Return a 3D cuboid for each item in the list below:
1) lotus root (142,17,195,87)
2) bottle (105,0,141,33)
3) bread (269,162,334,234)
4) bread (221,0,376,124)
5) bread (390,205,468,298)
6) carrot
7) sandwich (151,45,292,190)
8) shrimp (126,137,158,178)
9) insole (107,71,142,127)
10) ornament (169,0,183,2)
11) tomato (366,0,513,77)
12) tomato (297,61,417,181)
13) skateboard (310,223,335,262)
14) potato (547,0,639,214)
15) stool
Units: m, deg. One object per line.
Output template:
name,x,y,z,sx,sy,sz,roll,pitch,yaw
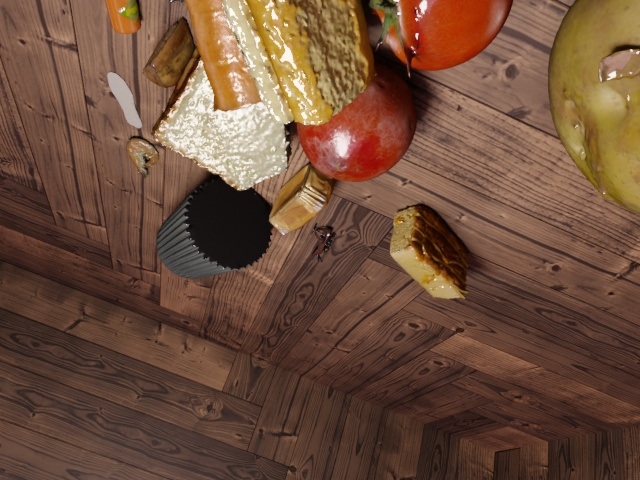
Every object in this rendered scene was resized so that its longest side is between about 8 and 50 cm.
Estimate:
lotus root,-0.356,-0.426,1.163,0.095,0.135,0.159,34,158,-23
bottle,-0.441,-0.548,1.061,0.069,0.069,0.187,17,148,4
bread,-0.055,-0.118,1.432,0.107,0.136,0.241,29,147,-18
bread,-0.039,-0.402,0.793,0.165,0.236,0.375,15,143,39
bread,0.324,0.036,1.425,0.114,0.184,0.275,-24,128,39
carrot,-0.161,-0.396,0.930,0.196,0.196,0.254,0,128,27
sandwich,-0.211,-0.284,1.198,0.325,0.131,0.262,29,121,-22
shrimp,-0.570,-0.266,1.578,0.099,0.041,0.180,6,146,-7
insole,-0.556,-0.397,1.398,0.065,0.004,0.197,12,146,11
ornament,-0.211,-0.491,1.022,0.236,0.080,0.202,12,144,6
tomato,0.185,-0.409,0.785,0.225,0.255,0.255,-20,140,1
tomato,0.075,-0.253,1.068,0.265,0.264,0.265,13,147,9
skateboard,0.000,0.000,1.657,0.080,0.067,0.151,29,142,4
potato,0.520,-0.234,0.759,0.320,0.385,0.442,13,138,36
stool,-0.366,-0.018,1.615,0.297,0.297,0.330,36,149,-24
